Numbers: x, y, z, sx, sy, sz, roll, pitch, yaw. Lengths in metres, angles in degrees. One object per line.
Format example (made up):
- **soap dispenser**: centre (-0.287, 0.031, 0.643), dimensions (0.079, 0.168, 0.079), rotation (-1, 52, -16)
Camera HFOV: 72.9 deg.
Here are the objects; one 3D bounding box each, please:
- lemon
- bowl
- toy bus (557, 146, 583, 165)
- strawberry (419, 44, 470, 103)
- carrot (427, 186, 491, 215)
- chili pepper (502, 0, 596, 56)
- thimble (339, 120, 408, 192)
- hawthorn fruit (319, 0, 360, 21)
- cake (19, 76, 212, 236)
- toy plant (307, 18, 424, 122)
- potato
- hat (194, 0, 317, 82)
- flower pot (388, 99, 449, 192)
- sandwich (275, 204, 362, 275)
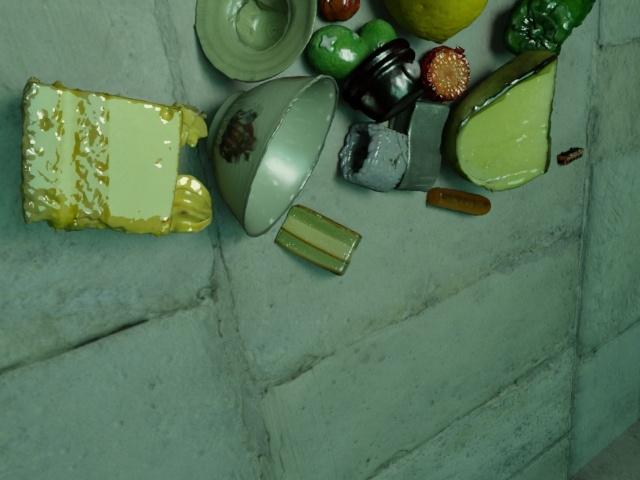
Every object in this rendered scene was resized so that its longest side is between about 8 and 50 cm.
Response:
- **lemon**: centre (0.246, -0.574, 0.924), dimensions (0.268, 0.267, 0.267), rotation (-9, 108, -28)
- **bowl**: centre (-0.114, -0.187, 0.837), dimensions (0.158, 0.337, 0.337), rotation (29, 87, 8)
- **toy bus**: centre (0.860, -0.290, 1.491), dimensions (0.110, 0.031, 0.043), rotation (-24, 121, -24)
- **strawberry**: centre (0.307, -0.416, 1.096), dimensions (0.145, 0.086, 0.145), rotation (-9, 107, -30)
- **carrot**: centre (0.408, -0.112, 1.253), dimensions (0.225, 0.067, 0.067), rotation (7, 100, -30)
- **chili pepper**: centre (0.627, -0.615, 1.186), dimensions (0.167, 0.213, 0.385), rotation (44, 51, 11)
- **thimble**: centre (0.125, -0.198, 1.025), dimensions (0.118, 0.127, 0.151), rotation (13, 92, -34)
- **hawthorn fruit**: centre (0.042, -0.509, 0.924), dimensions (0.093, 0.093, 0.093), rotation (-9, 108, -28)
- **cake**: centre (-0.325, -0.129, 0.726), dimensions (0.286, 0.222, 0.227), rotation (1, 105, -31)
- **toy plant**: centre (0.104, -0.379, 0.946), dimensions (0.218, 0.175, 0.235), rotation (-34, 84, -27)
- **potato**: centre (0.440, -0.306, 1.162), dimensions (0.280, 0.212, 0.330), rotation (-22, 125, -5)
- **hat**: centre (-0.106, -0.415, 0.829), dimensions (0.110, 0.252, 0.251), rotation (-16, 118, -70)
- **flower pot**: centre (0.236, -0.238, 1.094), dimensions (0.108, 0.103, 0.229), rotation (-1, 107, -28)
- **sandwich**: centre (0.000, 0.000, 1.075), dimensions (0.187, 0.144, 0.117), rotation (26, 89, 3)
